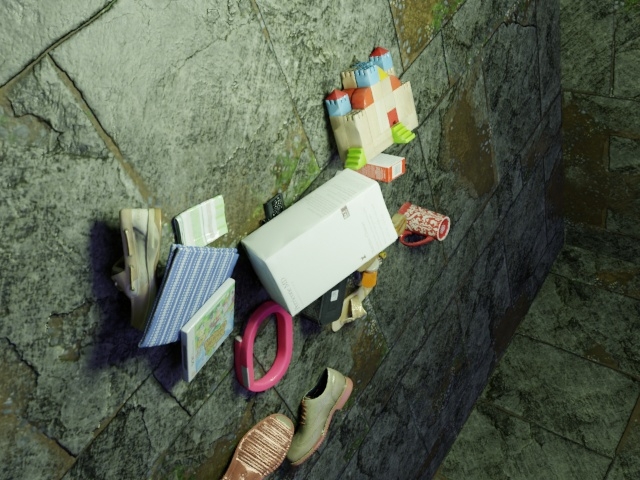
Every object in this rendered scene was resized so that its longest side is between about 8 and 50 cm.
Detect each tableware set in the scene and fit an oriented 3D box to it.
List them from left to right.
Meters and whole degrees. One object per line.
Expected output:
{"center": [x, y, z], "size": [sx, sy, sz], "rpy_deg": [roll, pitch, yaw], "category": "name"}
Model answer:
{"center": [0.187, 0.067, 2.295], "size": [0.154, 0.024, 0.104], "rpy_deg": [-27, 127, -45], "category": "tableware set"}

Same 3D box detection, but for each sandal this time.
{"center": [0.133, 0.227, 2.249], "size": [0.240, 0.079, 0.088], "rpy_deg": [-50, 141, -27], "category": "sandal"}

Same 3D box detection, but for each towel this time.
{"center": [-0.308, 0.124, 1.544], "size": [0.336, 0.040, 0.243], "rpy_deg": [9, 101, -74], "category": "towel"}
{"center": [-0.289, -0.036, 1.586], "size": [0.152, 0.023, 0.113], "rpy_deg": [-33, 132, -42], "category": "towel"}

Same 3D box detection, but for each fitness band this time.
{"center": [-0.164, 0.316, 1.912], "size": [0.209, 0.054, 0.291], "rpy_deg": [-30, 130, -47], "category": "fitness band"}

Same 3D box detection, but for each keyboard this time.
{"center": [-0.115, -0.032, 1.817], "size": [0.100, 0.038, 0.192], "rpy_deg": [-42, 136, -35], "category": "keyboard"}

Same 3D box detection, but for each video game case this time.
{"center": [-0.283, 0.227, 1.646], "size": [0.212, 0.023, 0.193], "rpy_deg": [-52, 158, -46], "category": "video game case"}

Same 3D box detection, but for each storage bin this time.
{"center": [0.012, 0.166, 2.049], "size": [0.122, 0.084, 0.180], "rpy_deg": [-10, 115, -52], "category": "storage bin"}

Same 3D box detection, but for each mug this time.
{"center": [0.375, -0.048, 2.369], "size": [0.113, 0.169, 0.150], "rpy_deg": [-11, 114, -52], "category": "mug"}

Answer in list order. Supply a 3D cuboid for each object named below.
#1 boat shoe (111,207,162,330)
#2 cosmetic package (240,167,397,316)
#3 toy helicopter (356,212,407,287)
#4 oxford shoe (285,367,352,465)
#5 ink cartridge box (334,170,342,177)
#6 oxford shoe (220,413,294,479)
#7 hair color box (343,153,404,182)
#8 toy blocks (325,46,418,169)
{"center": [-0.407, 0.065, 1.418], "size": [0.098, 0.109, 0.302], "rpy_deg": [3, 120, -18], "category": "boat shoe"}
{"center": [0.000, 0.000, 1.779], "size": [0.385, 0.156, 0.217], "rpy_deg": [-38, 127, -17], "category": "cosmetic package"}
{"center": [0.199, 0.006, 2.190], "size": [0.355, 0.140, 0.235], "rpy_deg": [-30, 129, -50], "category": "toy helicopter"}
{"center": [-0.034, 0.590, 2.199], "size": [0.130, 0.123, 0.348], "rpy_deg": [40, 72, -26], "category": "oxford shoe"}
{"center": [0.065, -0.112, 1.966], "size": [0.060, 0.104, 0.180], "rpy_deg": [35, 78, -54], "category": "ink cartridge box"}
{"center": [-0.224, 0.703, 1.982], "size": [0.397, 0.140, 0.146], "rpy_deg": [-47, 171, -37], "category": "oxford shoe"}
{"center": [0.165, -0.231, 1.989], "size": [0.093, 0.167, 0.053], "rpy_deg": [-33, 130, -42], "category": "hair color box"}
{"center": [0.150, -0.407, 1.907], "size": [0.381, 0.190, 0.261], "rpy_deg": [-39, 123, -38], "category": "toy blocks"}
